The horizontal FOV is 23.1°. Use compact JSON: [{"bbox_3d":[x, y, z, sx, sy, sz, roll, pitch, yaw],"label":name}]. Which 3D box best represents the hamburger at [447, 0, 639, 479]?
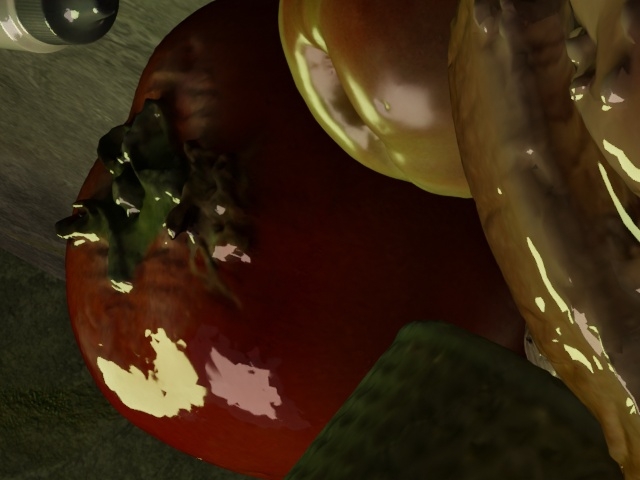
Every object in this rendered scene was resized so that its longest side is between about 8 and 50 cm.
[{"bbox_3d":[0.262,0.039,0.495,0.445,0.287,0.268,13,164,-12],"label":"hamburger"}]

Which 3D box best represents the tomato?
[{"bbox_3d":[0.000,0.000,1.024,0.321,0.322,0.321,29,167,8],"label":"tomato"}]

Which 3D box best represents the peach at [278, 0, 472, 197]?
[{"bbox_3d":[0.071,-0.113,0.738,0.184,0.184,0.184,29,167,8],"label":"peach"}]

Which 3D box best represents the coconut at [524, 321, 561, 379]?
[{"bbox_3d":[0.245,0.046,0.810,0.247,0.245,0.245,31,167,3],"label":"coconut"}]

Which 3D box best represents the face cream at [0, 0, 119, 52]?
[{"bbox_3d":[-0.255,-0.203,1.300,0.092,0.092,0.311,40,165,-34],"label":"face cream"}]

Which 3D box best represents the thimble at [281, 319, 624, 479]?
[{"bbox_3d":[0.098,0.174,0.795,0.270,0.150,0.271,37,167,10],"label":"thimble"}]
